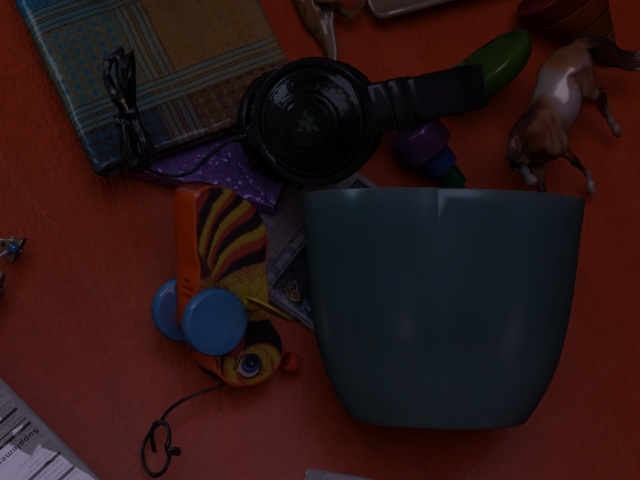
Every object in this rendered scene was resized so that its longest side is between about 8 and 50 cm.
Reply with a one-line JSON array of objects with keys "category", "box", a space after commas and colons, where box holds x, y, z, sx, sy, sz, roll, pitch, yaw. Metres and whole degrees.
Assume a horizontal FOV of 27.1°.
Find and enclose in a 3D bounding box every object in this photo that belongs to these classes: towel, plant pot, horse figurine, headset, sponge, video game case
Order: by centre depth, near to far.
[{"category": "plant pot", "box": [0.122, 0.071, 1.373, 0.293, 0.293, 0.235, 2, 88, -5]}, {"category": "headset", "box": [-0.022, -0.151, 1.402, 0.394, 0.243, 0.185, -14, 96, -10]}, {"category": "video game case", "box": [0.000, 0.000, 1.523, 0.173, 0.022, 0.190, 35, 67, 9]}, {"category": "sponge", "box": [-0.132, -0.109, 1.537, 0.210, 0.031, 0.117, 16, 65, 7]}, {"category": "horse figurine", "box": [0.289, -0.146, 1.542, 0.066, 0.174, 0.263, 7, 60, 44]}, {"category": "towel", "box": [-0.207, -0.262, 1.578, 0.271, 0.040, 0.370, -21, 65, -14]}]

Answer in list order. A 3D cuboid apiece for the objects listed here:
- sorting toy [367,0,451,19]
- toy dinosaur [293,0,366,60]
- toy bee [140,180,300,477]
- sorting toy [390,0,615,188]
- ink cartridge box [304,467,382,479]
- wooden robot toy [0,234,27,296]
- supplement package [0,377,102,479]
[{"category": "sorting toy", "box": [0.124, -0.378, 1.689, 0.193, 0.038, 0.208, -17, 66, -13]}, {"category": "toy dinosaur", "box": [0.003, -0.273, 1.625, 0.112, 0.064, 0.211, -33, 71, 23]}, {"category": "toy bee", "box": [-0.099, 0.087, 1.421, 0.162, 0.298, 0.195, 4, 27, -33]}, {"category": "sorting toy", "box": [0.244, -0.186, 1.603, 0.365, 0.127, 0.126, -46, 108, -18]}, {"category": "ink cartridge box", "box": [0.074, 0.337, 1.363, 0.225, 0.056, 0.181, 5, 49, 17]}, {"category": "wooden robot toy", "box": [-0.388, 0.050, 1.426, 0.079, 0.076, 0.173, 27, 65, -3]}, {"category": "supplement package", "box": [-0.326, 0.235, 1.326, 0.244, 0.139, 0.134, 43, 71, 11]}]
